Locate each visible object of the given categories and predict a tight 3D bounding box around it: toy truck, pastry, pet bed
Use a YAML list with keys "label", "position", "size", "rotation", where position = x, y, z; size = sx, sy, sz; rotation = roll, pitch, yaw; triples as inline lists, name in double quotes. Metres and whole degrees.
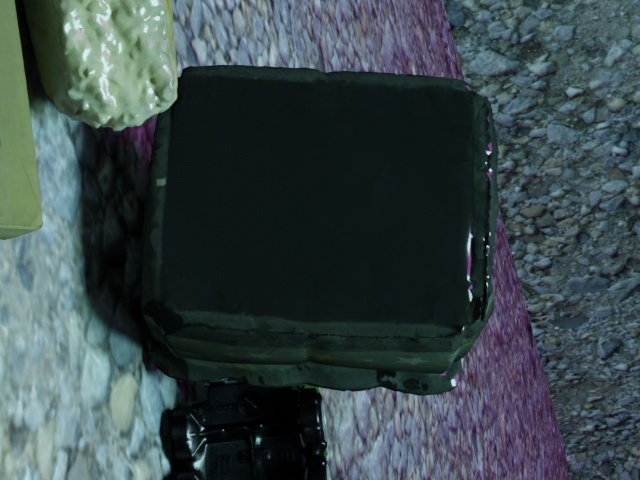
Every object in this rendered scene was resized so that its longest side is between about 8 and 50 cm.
- label: "toy truck"
  position: [-0.034, 0.195, 0.834]
  size: [0.125, 0.101, 0.243]
  rotation: [77, 7, -64]
- label: "pastry"
  position: [-0.120, -0.184, 0.686]
  size: [0.121, 0.089, 0.259]
  rotation: [31, -49, 54]
- label: "pet bed"
  position: [0.000, 0.000, 0.802]
  size: [0.159, 0.210, 0.183]
  rotation: [94, -3, -75]

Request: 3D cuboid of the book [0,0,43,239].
- label: "book"
  position: [-0.187, -0.118, 0.593]
  size: [0.161, 0.026, 0.231]
  rotation: [6, 75, -74]
